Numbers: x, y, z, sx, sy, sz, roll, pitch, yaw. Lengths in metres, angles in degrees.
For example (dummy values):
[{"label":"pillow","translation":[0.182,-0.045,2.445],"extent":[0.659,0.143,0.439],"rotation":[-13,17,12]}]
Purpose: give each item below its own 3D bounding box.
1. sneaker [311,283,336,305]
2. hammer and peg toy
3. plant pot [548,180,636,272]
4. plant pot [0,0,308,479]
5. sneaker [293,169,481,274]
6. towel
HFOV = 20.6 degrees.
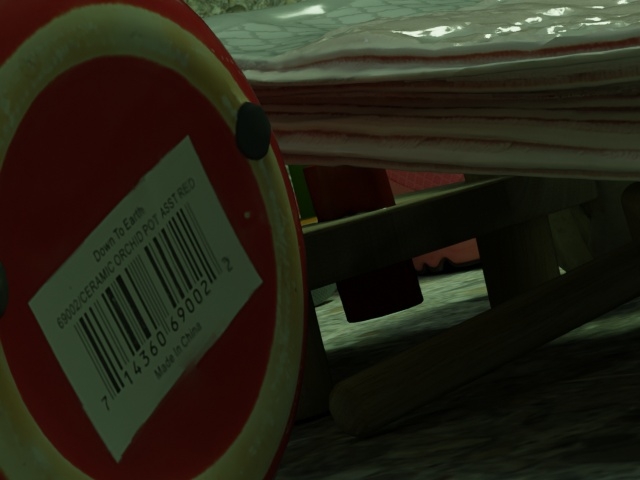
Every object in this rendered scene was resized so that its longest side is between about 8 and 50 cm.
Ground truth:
[{"label":"sneaker","translation":[-0.051,0.031,1.210],"extent":[0.152,0.054,0.061],"rotation":[-16,1,-43]},{"label":"hammer and peg toy","translation":[0.000,0.000,0.792],"extent":[0.361,0.127,0.266],"rotation":[-11,4,42]},{"label":"plant pot","translation":[0.234,-0.137,0.969],"extent":[0.305,0.334,0.334],"rotation":[-25,4,-8]},{"label":"plant pot","translation":[-0.112,0.012,0.460],"extent":[0.174,0.191,0.191],"rotation":[-8,5,35]},{"label":"sneaker","translation":[0.043,-0.041,1.344],"extent":[0.314,0.136,0.116],"rotation":[-11,3,44]},{"label":"towel","translation":[0.122,-0.072,0.628],"extent":[0.317,0.053,0.332],"rotation":[5,14,39]}]
